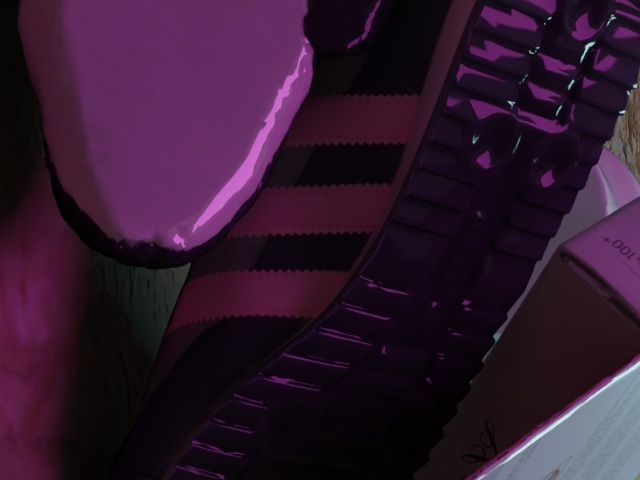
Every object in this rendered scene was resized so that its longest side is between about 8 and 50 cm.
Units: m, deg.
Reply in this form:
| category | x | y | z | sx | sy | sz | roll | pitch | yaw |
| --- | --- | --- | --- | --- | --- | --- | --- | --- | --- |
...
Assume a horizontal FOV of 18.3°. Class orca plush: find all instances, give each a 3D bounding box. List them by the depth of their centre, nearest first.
| category | x | y | z | sx | sy | sz | roll | pitch | yaw |
| --- | --- | --- | --- | --- | --- | --- | --- | --- | --- |
| orca plush | -0.065 | -0.126 | 0.703 | 0.102 | 0.151 | 0.287 | 147 | -68 | -68 |

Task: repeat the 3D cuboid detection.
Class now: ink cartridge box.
| category | x | y | z | sx | sy | sz | roll | pitch | yaw |
| --- | --- | --- | --- | --- | --- | --- | --- | --- | --- |
| ink cartridge box | 0.064 | 0.106 | 0.815 | 0.239 | 0.060 | 0.275 | -27 | 154 | -41 |

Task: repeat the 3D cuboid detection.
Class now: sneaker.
| category | x | y | z | sx | sy | sz | roll | pitch | yaw |
| --- | --- | --- | --- | --- | --- | --- | --- | --- | --- |
| sneaker | 0.000 | 0.000 | 0.753 | 0.112 | 0.131 | 0.319 | 27 | 99 | -42 |

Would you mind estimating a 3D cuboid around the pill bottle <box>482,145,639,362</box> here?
| category | x | y | z | sx | sy | sz | roll | pitch | yaw |
| --- | --- | --- | --- | --- | --- | --- | --- | --- | --- |
| pill bottle | 0.129 | 0.019 | 1.164 | 0.265 | 0.153 | 0.153 | 36 | 55 | -68 |
